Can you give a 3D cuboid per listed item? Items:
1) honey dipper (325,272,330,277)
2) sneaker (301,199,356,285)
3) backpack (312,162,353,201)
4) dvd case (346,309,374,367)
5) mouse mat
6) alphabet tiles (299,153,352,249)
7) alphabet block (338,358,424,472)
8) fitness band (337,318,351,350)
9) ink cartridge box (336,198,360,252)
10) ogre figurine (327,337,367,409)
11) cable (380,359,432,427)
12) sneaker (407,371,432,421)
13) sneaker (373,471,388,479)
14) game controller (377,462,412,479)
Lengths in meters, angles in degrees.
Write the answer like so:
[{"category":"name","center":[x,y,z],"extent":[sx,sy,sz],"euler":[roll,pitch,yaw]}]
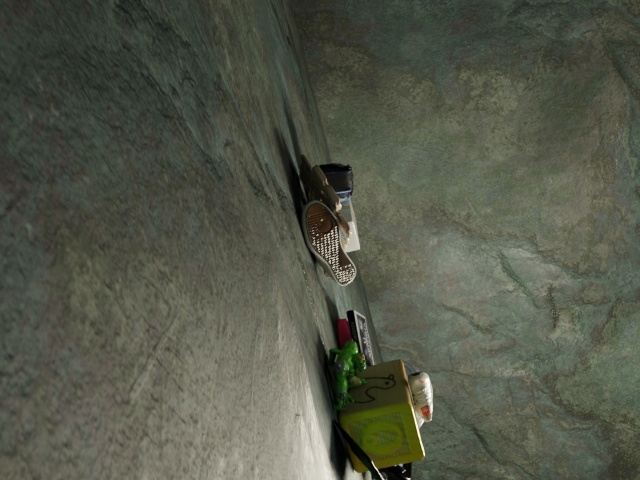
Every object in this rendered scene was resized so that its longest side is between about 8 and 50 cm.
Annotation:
[{"category":"honey dipper","center":[0.031,0.085,2.172],"extent":[0.160,0.031,0.030],"euler":[-86,161,-77]},{"category":"sneaker","center":[0.000,0.000,1.905],"extent":[0.123,0.106,0.290],"euler":[37,-25,53]},{"category":"backpack","center":[0.023,-0.194,2.184],"extent":[0.173,0.158,0.116],"euler":[-125,-153,-74]},{"category":"dvd case","center":[0.127,0.318,2.088],"extent":[0.239,0.030,0.179],"euler":[42,37,-73]},{"category":"mouse mat","center":[0.100,0.513,1.572],"extent":[0.153,0.007,0.189],"euler":[37,-19,46]},{"category":"alphabet tiles","center":[0.007,-0.107,1.941],"extent":[0.277,0.021,0.284],"euler":[59,-14,14]},{"category":"alphabet block","center":[0.156,0.461,1.755],"extent":[0.197,0.193,0.193],"euler":[-91,164,-68]},{"category":"fitness band","center":[0.114,0.382,2.160],"extent":[0.209,0.054,0.290],"euler":[-95,168,-51]},{"category":"ink cartridge box","center":[0.052,-0.054,2.204],"extent":[0.176,0.128,0.128],"euler":[-94,169,-52]},{"category":"ogre figurine","center":[0.066,0.332,1.684],"extent":[0.197,0.097,0.118],"euler":[-28,120,-49]},{"category":"cable","center":[0.214,0.483,1.994],"extent":[0.089,0.257,0.257],"euler":[38,-3,-31]},{"category":"sneaker","center":[0.267,0.407,1.720],"extent":[0.075,0.057,0.161],"euler":[-105,180,-48]},{"category":"sneaker","center":[0.197,0.755,2.079],"extent":[0.081,0.080,0.211],"euler":[-64,-156,25]},{"category":"game controller","center":[0.204,0.649,2.032],"extent":[0.166,0.067,0.319],"euler":[42,4,8]}]
